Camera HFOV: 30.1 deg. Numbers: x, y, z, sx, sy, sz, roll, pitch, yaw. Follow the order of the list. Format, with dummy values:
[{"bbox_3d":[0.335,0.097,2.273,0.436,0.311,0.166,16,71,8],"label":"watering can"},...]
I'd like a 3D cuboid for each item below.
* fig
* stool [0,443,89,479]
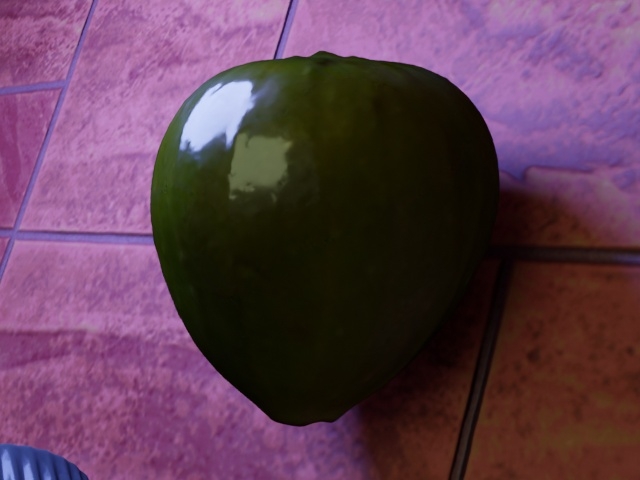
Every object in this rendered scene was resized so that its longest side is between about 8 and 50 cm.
[{"bbox_3d":[0.000,0.000,1.007,0.316,0.316,0.316,-22,55,35],"label":"fig"},{"bbox_3d":[-0.299,0.385,1.080,0.297,0.297,0.330,-44,41,18],"label":"stool"}]
